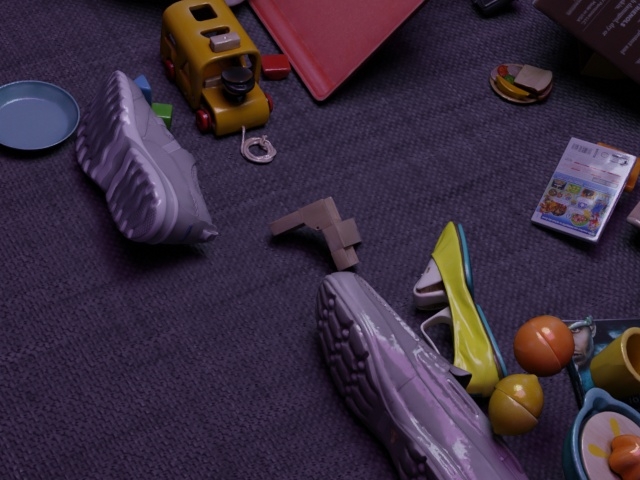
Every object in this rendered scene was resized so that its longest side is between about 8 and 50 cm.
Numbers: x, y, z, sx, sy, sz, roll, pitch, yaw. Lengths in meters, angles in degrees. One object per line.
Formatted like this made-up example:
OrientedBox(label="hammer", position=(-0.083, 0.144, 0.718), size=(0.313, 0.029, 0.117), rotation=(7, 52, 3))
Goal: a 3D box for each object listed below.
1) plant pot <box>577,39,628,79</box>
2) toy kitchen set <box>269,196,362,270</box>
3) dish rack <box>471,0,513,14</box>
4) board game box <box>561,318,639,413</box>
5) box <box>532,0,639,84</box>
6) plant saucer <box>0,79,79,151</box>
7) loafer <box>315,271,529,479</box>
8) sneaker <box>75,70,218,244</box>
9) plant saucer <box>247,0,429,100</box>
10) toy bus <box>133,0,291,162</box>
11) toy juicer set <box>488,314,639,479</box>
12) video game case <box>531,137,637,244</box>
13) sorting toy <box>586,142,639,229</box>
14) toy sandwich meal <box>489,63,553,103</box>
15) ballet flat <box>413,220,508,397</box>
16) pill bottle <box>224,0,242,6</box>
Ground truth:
OrientedBox(label="plant pot", position=(0.411, -0.270, 1.770), size=(0.083, 0.081, 0.081), rotation=(16, 48, -10))
OrientedBox(label="toy kitchen set", position=(0.000, 0.000, 1.497), size=(0.083, 0.075, 0.068), rotation=(67, 21, 2))
OrientedBox(label="dish rack", position=(0.170, -0.440, 1.769), size=(0.074, 0.271, 0.208), rotation=(-38, 58, 6))
OrientedBox(label="board game box", position=(0.368, 0.143, 1.437), size=(0.186, 0.026, 0.126), rotation=(-1, 50, -11))
OrientedBox(label="box", position=(0.483, -0.281, 1.673), size=(0.381, 0.143, 0.191), rotation=(36, 44, -4))
OrientedBox(label="plant saucer", position=(-0.353, -0.146, 1.560), size=(0.119, 0.021, 0.119), rotation=(5, 50, -6))
OrientedBox(label="loafer", position=(0.101, 0.160, 1.326), size=(0.111, 0.112, 0.319), rotation=(-18, 62, -29))
OrientedBox(label="sneaker", position=(-0.205, -0.087, 1.508), size=(0.115, 0.105, 0.281), rotation=(20, 33, -40))
OrientedBox(label="plant saucer", position=(0.040, -0.346, 1.699), size=(0.048, 0.258, 0.259), rotation=(23, 28, -53))
OrientedBox(label="toy bus", position=(-0.125, -0.218, 1.608), size=(0.202, 0.104, 0.191), rotation=(17, 49, 5))
OrientedBox(label="toy juicer set", position=(0.263, 0.210, 1.254), size=(0.209, 0.089, 0.329), rotation=(24, 52, -24))
OrientedBox(label="video game case", position=(0.321, -0.062, 1.567), size=(0.087, 0.011, 0.122), rotation=(21, 74, 28))
OrientedBox(label="sorting toy", position=(0.488, -0.021, 1.589), size=(0.348, 0.047, 0.196), rotation=(32, 48, 17))
OrientedBox(label="toy sandwich meal", position=(0.270, -0.216, 1.727), size=(0.085, 0.029, 0.085), rotation=(5, 49, -6))
OrientedBox(label="ballet flat", position=(0.145, 0.075, 1.429), size=(0.077, 0.077, 0.231), rotation=(-13, 53, 1))
OrientedBox(label="pill bottle", position=(-0.253, -0.475, 1.720), size=(0.392, 0.224, 0.224), rotation=(28, 50, 17))
